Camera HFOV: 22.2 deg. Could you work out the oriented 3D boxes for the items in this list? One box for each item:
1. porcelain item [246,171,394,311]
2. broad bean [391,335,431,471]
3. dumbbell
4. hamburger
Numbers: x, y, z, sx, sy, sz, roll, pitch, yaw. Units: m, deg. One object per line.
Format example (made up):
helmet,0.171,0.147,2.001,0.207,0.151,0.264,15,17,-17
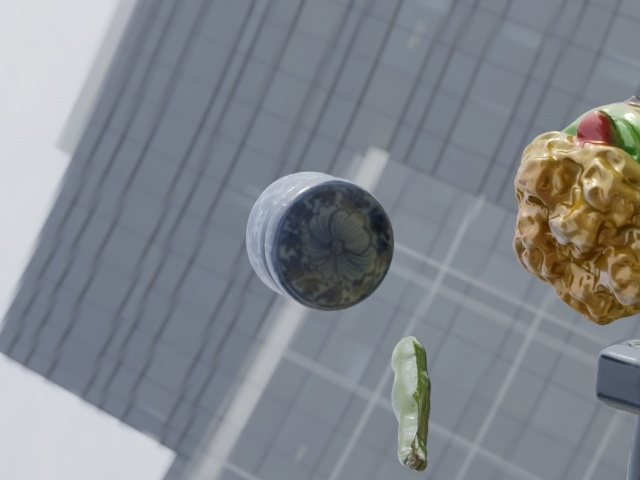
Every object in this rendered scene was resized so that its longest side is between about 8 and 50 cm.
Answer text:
porcelain item,0.000,0.000,1.788,0.147,0.114,0.147,-2,-83,-18
broad bean,0.134,0.232,2.325,0.318,0.056,0.098,-93,13,-65
dumbbell,0.370,0.272,1.814,0.144,0.156,0.316,1,-84,-40
hamburger,0.288,-0.024,1.667,0.149,0.237,0.237,-27,-42,-30
